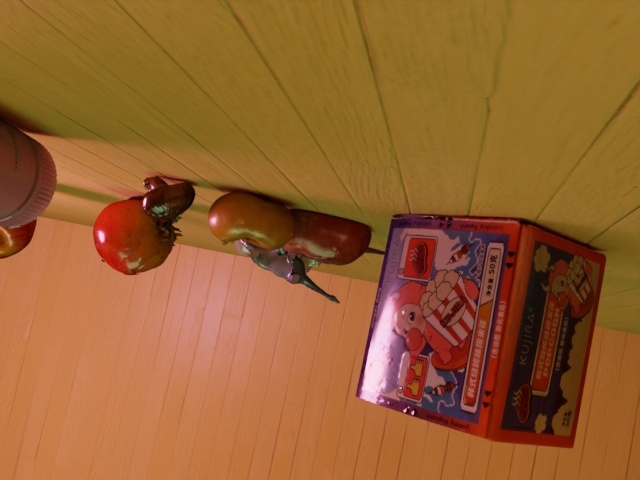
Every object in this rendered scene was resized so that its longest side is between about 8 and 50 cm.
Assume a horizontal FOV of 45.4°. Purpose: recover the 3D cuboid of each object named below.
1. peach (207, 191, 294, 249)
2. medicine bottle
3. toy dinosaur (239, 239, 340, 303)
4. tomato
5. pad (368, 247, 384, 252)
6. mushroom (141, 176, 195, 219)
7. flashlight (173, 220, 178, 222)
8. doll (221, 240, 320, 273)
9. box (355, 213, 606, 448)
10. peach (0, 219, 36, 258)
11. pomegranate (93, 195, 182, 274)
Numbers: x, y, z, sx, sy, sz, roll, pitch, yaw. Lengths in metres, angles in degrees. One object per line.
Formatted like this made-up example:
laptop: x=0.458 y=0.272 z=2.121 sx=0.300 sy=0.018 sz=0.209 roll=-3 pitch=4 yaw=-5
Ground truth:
peach: x=-0.143 y=-0.039 z=1.556 sx=0.179 sy=0.103 sz=0.179 roll=13 pitch=177 yaw=1
medicine bottle: x=-0.558 y=-0.122 z=1.205 sx=0.178 sy=0.178 sz=0.291 roll=11 pitch=175 yaw=8
toy dinosaur: x=-0.091 y=0.052 z=1.809 sx=0.329 sy=0.076 sz=0.144 roll=30 pitch=169 yaw=5
tomato: x=0.000 y=0.000 z=1.699 sx=0.237 sy=0.095 sz=0.237 roll=12 pitch=175 yaw=1
pad: x=0.131 y=0.062 z=2.251 sx=0.323 sy=0.055 sz=0.250 roll=37 pitch=161 yaw=-33
mushroom: x=-0.312 y=-0.083 z=1.553 sx=0.109 sy=0.084 sz=0.126 roll=11 pitch=180 yaw=-2
flashlight: x=-0.491 y=-0.071 z=2.362 sx=0.111 sy=0.031 sz=0.052 roll=6 pitch=149 yaw=15
doll: x=-0.113 y=0.008 z=1.919 sx=0.293 sy=0.138 sz=0.119 roll=13 pitch=-145 yaw=16
box: x=0.273 y=0.152 z=1.349 sx=0.257 sy=0.348 sz=0.319 roll=16 pitch=174 yaw=-38
peach: x=-0.935 y=-0.079 z=2.184 sx=0.238 sy=0.280 sz=0.281 roll=-32 pitch=169 yaw=3
pomegranate: x=-0.473 y=-0.017 z=1.988 sx=0.235 sy=0.210 sz=0.210 roll=-18 pitch=161 yaw=24
